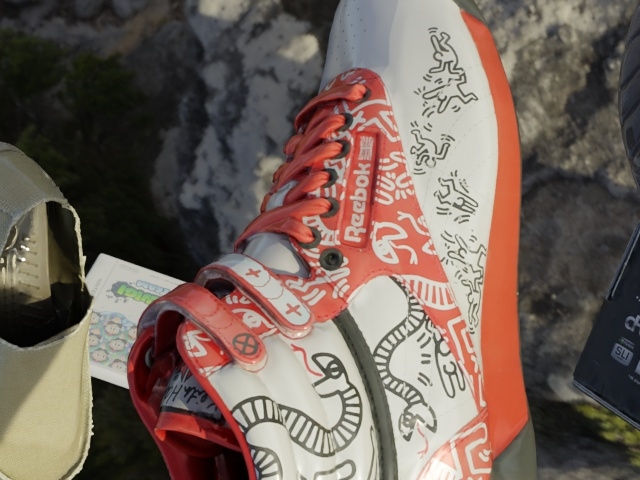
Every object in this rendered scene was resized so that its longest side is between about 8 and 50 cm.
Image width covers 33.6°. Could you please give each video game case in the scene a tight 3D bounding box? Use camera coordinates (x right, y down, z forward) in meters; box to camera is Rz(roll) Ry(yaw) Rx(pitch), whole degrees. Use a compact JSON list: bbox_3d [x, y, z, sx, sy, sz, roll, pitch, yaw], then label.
[{"bbox_3d":[-0.169,0.086,1.036,0.157,0.019,0.143,19,41,0],"label":"video game case"}]

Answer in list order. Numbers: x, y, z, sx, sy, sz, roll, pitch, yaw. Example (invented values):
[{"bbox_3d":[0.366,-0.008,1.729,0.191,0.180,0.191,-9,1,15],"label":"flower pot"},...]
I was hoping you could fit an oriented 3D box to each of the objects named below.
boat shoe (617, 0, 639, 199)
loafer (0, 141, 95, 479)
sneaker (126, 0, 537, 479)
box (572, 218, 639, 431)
[{"bbox_3d":[0.299,-0.064,0.772,0.123,0.116,0.324,0,89,54],"label":"boat shoe"},{"bbox_3d":[-0.207,0.069,0.732,0.092,0.102,0.268,20,121,45],"label":"loafer"},{"bbox_3d":[0.001,0.000,0.418,0.090,0.145,0.270,-22,69,55],"label":"sneaker"},{"bbox_3d":[0.273,0.019,0.411,0.322,0.079,0.257,35,108,52],"label":"box"}]
